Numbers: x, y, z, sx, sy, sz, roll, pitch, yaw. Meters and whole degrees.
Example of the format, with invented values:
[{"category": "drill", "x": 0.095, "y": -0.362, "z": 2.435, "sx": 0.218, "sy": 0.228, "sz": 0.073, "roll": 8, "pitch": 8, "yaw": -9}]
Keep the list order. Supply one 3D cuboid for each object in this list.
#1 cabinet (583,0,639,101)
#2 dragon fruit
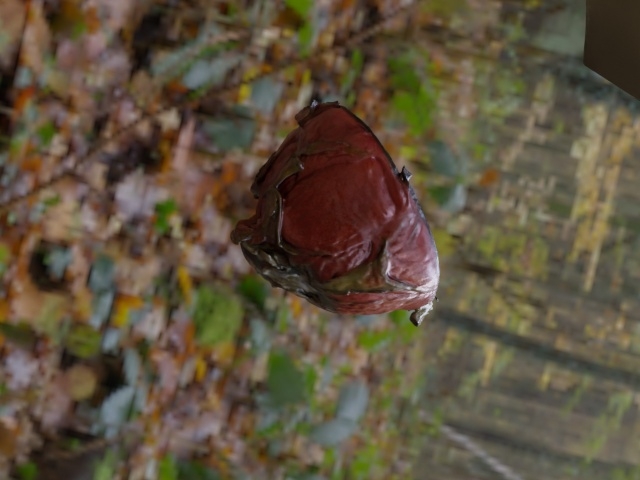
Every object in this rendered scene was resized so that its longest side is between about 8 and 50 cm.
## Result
[{"category": "cabinet", "x": 0.495, "y": -0.277, "z": 1.676, "sx": 0.290, "sy": 0.318, "sz": 0.227, "roll": 43, "pitch": -32, "yaw": 44}, {"category": "dragon fruit", "x": -0.002, "y": -0.004, "z": 1.492, "sx": 0.148, "sy": 0.218, "sz": 0.224, "roll": -31, "pitch": 149, "yaw": -18}]
